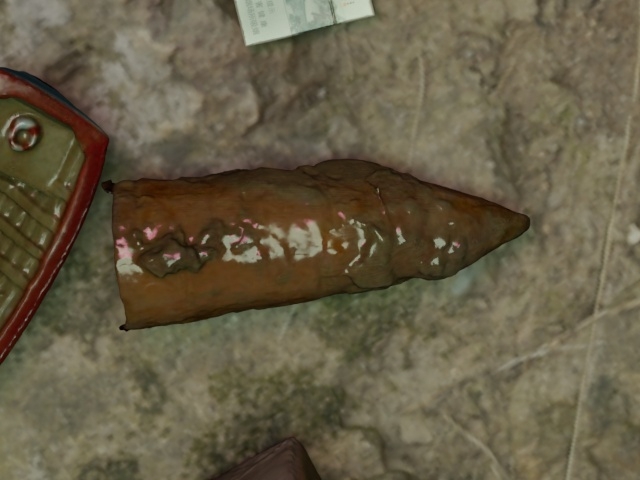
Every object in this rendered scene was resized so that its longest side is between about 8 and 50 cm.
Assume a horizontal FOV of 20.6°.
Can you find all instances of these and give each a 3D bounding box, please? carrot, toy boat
[{"bbox_3d":[0.000,0.000,1.091,0.263,0.102,0.101,-4,100,-2],"label":"carrot"},{"bbox_3d":[-0.275,0.064,1.094,0.136,0.079,0.392,32,102,-25],"label":"toy boat"}]

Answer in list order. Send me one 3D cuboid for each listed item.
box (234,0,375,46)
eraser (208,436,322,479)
[{"bbox_3d":[-0.012,-0.155,1.092,0.083,0.024,0.054,-13,98,3],"label":"box"},{"bbox_3d":[0.034,0.298,1.109,0.078,0.144,0.343,-28,98,3],"label":"eraser"}]
